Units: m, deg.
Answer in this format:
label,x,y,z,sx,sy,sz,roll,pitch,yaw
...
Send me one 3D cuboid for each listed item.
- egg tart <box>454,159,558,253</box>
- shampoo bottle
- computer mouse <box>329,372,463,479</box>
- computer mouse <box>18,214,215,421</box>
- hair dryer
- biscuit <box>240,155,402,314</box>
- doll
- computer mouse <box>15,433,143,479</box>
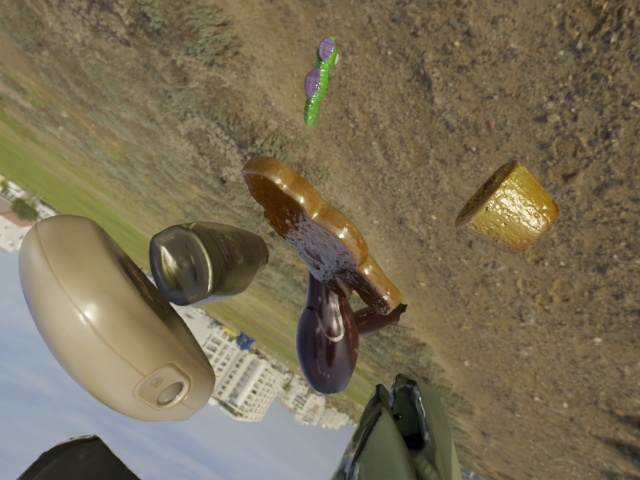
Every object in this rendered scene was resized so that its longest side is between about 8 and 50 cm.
label,x,y,z,sx,sy,sz,roll,pitch,yaw
egg tart,0.419,-0.063,0.928,0.147,0.202,0.202,41,162,3
shampoo bottle,-0.161,0.034,0.702,0.350,0.084,0.125,8,-118,-82
computer mouse,0.083,0.363,0.446,0.146,0.428,0.228,13,-164,35
computer mouse,-0.173,0.080,0.362,0.145,0.082,0.236,44,159,31
hair dryer,0.088,0.127,0.861,0.123,0.312,0.341,11,-167,42
biscuit,0.002,-0.003,0.578,0.186,0.044,0.295,15,150,44
doll,-0.003,-0.336,0.869,0.050,0.190,0.115,18,-176,6
computer mouse,-0.259,0.338,0.474,0.086,0.137,0.269,-7,123,31
